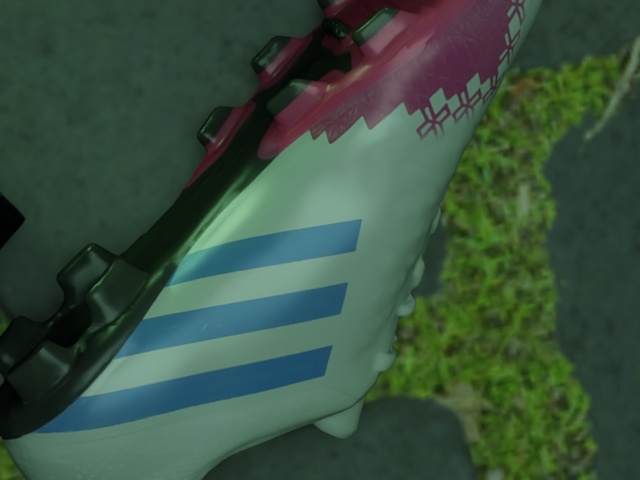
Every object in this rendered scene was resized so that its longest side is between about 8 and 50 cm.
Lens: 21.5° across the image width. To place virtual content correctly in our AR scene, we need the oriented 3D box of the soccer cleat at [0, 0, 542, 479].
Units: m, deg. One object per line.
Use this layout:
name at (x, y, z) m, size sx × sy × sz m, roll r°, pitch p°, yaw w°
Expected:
soccer cleat at (0.000, 0.000, 0.761) m, size 0.331 × 0.116 × 0.143 m, roll -46°, pitch 111°, yaw -4°

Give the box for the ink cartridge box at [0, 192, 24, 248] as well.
ink cartridge box at (-0.190, 0.026, 0.611) m, size 0.065 × 0.332 × 0.165 m, roll 40°, pitch 85°, yaw -2°
